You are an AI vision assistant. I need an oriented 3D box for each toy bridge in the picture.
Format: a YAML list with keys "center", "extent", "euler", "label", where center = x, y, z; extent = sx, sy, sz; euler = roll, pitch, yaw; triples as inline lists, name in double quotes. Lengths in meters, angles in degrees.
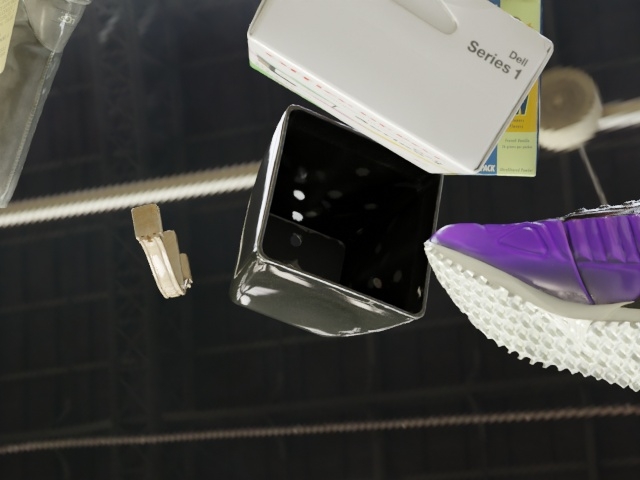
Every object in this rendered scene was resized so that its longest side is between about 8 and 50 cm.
- center: [-0.149, 0.023, 1.352]
  extent: [0.026, 0.188, 0.063]
  euler: [-12, -108, 1]
  label: "toy bridge"

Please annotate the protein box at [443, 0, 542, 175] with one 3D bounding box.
- center: [0.195, -0.192, 1.643]
  extent: [0.135, 0.200, 0.201]
  euler: [2, -78, 10]
  label: "protein box"

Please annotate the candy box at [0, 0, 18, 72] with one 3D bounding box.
- center: [-0.281, -0.268, 0.927]
  extent: [0.182, 0.316, 0.087]
  euler: [29, -143, 9]
  label: "candy box"

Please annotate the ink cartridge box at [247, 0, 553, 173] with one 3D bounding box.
- center: [0.052, -0.150, 1.118]
  extent: [0.201, 0.278, 0.117]
  euler: [31, -89, -3]
  label: "ink cartridge box"

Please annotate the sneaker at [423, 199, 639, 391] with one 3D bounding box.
- center: [0.218, 0.021, 1.035]
  extent: [0.293, 0.102, 0.146]
  euler: [18, -119, 44]
  label: "sneaker"

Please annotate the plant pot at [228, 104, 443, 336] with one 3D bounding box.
- center: [0.000, 0.000, 1.465]
  extent: [0.167, 0.187, 0.188]
  euler: [-41, -148, 54]
  label: "plant pot"

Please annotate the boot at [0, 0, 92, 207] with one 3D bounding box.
- center: [-0.281, -0.154, 1.204]
  extent: [0.189, 0.076, 0.209]
  euler: [41, -65, 50]
  label: "boot"
